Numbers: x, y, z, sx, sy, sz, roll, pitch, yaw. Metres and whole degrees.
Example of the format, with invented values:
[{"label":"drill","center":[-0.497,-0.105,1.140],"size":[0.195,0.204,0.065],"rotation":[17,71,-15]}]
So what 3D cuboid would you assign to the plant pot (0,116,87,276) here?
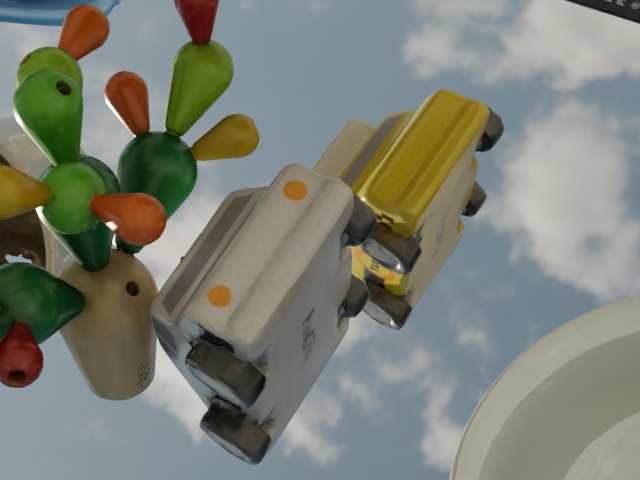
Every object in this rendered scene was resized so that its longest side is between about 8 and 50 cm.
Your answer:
[{"label":"plant pot","center":[-0.414,-0.019,1.834],"size":[0.334,0.334,0.305],"rotation":[20,-164,9]}]

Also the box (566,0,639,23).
[{"label":"box","center":[0.036,-0.216,0.595],"size":[0.270,0.143,0.165],"rotation":[16,-139,-13]}]

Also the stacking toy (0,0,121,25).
[{"label":"stacking toy","center":[-0.216,-0.311,1.098],"size":[0.166,0.302,0.175],"rotation":[3,-127,-6]}]

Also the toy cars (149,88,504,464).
[{"label":"toy cars","center":[0.000,0.000,0.778],"size":[0.087,0.176,0.394],"rotation":[31,-157,12]}]

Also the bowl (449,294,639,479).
[{"label":"bowl","center":[0.232,0.182,0.912],"size":[0.298,0.134,0.298],"rotation":[-9,-133,10]}]

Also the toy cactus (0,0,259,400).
[{"label":"toy cactus","center":[-0.092,-0.002,0.677],"size":[0.112,0.180,0.219],"rotation":[10,-136,17]}]
